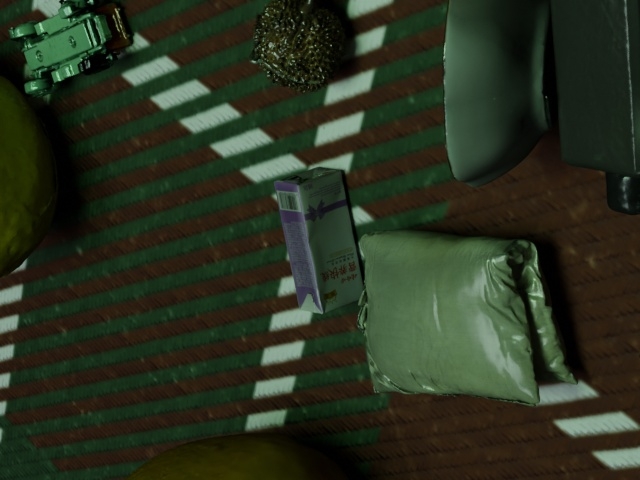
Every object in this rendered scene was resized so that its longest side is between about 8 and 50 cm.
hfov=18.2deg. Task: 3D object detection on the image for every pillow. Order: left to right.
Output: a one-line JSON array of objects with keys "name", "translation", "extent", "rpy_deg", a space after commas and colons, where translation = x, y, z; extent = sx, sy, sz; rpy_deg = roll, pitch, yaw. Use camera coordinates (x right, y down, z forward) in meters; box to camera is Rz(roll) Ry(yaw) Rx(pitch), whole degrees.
[{"name": "pillow", "translation": [0.109, 0.059, 1.561], "extent": [0.181, 0.078, 0.134], "rpy_deg": [4, 110, 46]}]

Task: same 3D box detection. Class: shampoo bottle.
[{"name": "shampoo bottle", "translation": [0.208, -0.139, 1.354], "extent": [0.079, 0.080, 0.246], "rpy_deg": [15, 118, 45]}]

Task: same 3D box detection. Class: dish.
[{"name": "dish", "translation": [0.135, -0.126, 1.399], "extent": [0.066, 0.190, 0.190], "rpy_deg": [3, 114, 15]}]

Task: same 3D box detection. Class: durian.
[{"name": "durian", "translation": [-0.017, -0.160, 1.595], "extent": [0.080, 0.080, 0.091], "rpy_deg": [51, 144, 18]}]

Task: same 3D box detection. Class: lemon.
[{"name": "lemon", "translation": [-0.358, -0.068, 1.919], "extent": [0.204, 0.204, 0.260], "rpy_deg": [-51, 57, 47]}]

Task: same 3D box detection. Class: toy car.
[{"name": "toy car", "translation": [-0.233, -0.180, 1.844], "extent": [0.143, 0.054, 0.073], "rpy_deg": [-15, 95, 54]}]

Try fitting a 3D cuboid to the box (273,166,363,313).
[{"name": "box", "translation": [0.000, 0.000, 1.674], "extent": [0.036, 0.051, 0.117], "rpy_deg": [8, 116, 54]}]

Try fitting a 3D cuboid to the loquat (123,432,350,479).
[{"name": "loquat", "translation": [-0.073, 0.308, 1.725], "extent": [0.276, 0.284, 0.276], "rpy_deg": [2, 103, 10]}]
